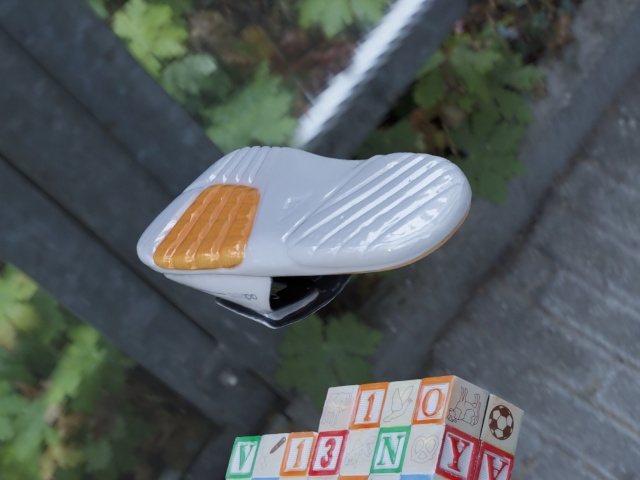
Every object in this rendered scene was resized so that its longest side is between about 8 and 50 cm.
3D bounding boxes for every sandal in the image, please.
[{"bbox_3d":[-0.006,0.007,0.919,0.102,0.076,0.265,-47,28,-24],"label":"sandal"}]

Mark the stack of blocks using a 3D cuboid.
[{"bbox_3d":[0.033,0.223,1.506,0.297,0.087,0.171,-13,57,50],"label":"stack of blocks"}]
